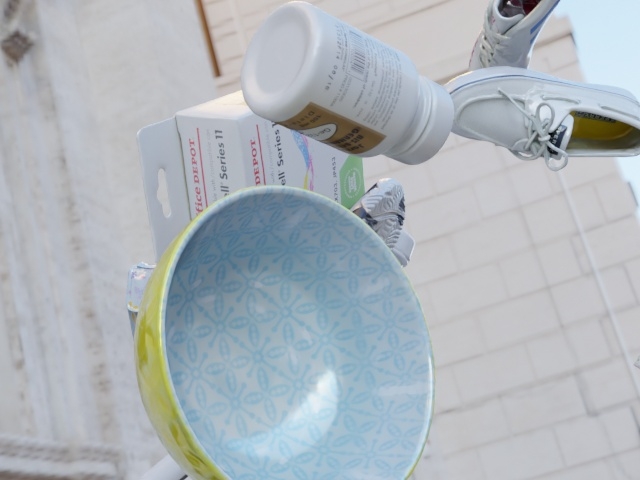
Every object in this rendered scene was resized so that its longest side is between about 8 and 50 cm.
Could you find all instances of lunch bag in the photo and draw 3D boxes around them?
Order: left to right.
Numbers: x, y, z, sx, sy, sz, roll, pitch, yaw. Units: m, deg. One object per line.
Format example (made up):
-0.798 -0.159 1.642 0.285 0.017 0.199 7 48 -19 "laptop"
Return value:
-0.153 0.063 1.075 0.071 0.083 0.053 4 26 15 "lunch bag"

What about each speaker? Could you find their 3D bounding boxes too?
-0.253 0.399 1.930 0.136 0.055 0.055 -39 -22 1 "speaker"

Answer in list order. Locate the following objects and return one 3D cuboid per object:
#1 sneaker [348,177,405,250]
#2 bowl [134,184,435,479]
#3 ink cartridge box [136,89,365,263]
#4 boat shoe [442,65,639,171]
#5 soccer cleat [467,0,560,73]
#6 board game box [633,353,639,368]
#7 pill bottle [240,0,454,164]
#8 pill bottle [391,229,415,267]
0.000 0.000 1.409 0.153 0.235 0.094 16 -25 33 "sneaker"
-0.055 0.111 0.959 0.289 0.289 0.156 2 -19 -40 "bowl"
-0.085 -0.103 1.532 0.119 0.207 0.353 9 25 36 "ink cartridge box"
0.374 -0.183 1.788 0.367 0.156 0.136 6 -54 -12 "boat shoe"
0.312 -0.355 1.848 0.143 0.116 0.331 -27 -30 -43 "soccer cleat"
0.604 0.168 1.463 0.193 0.305 0.053 -58 1 -1 "board game box"
0.036 -0.165 1.215 0.229 0.131 0.131 19 -37 -39 "pill bottle"
0.047 0.105 1.660 0.152 0.272 0.152 22 -15 6 "pill bottle"
